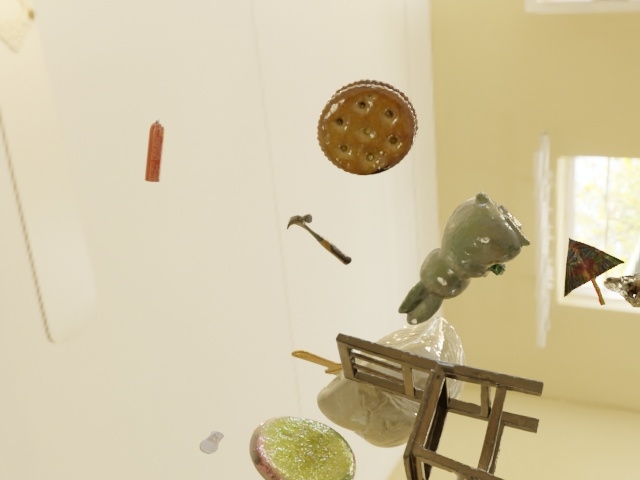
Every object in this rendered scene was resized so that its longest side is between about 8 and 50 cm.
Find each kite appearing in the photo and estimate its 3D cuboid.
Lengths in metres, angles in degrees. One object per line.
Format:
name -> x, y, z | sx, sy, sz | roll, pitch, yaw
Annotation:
kite -> 0.561, 0.064, 1.958 | 0.010, 0.190, 0.159 | -20, -105, -35

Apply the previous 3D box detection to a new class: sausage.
sausage -> -0.340, -0.185, 1.914 | 0.034, 0.034, 0.129 | -15, -65, -63

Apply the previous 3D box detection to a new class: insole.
insole -> -0.259, 0.483, 2.230 | 0.135, 0.045, 0.002 | -40, -31, -77

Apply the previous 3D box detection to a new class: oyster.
oyster -> 0.526, 0.081, 1.472 | 0.166, 0.108, 0.053 | -8, -81, -40

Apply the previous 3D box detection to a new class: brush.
brush -> 0.015, 0.311, 2.377 | 0.272, 0.103, 0.013 | 27, -130, -50

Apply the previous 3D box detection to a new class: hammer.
hammer -> 0.000, 0.000, 2.035 | 0.201, 0.078, 0.021 | 40, -125, -41

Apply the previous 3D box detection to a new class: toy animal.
toy animal -> 0.227, 0.036, 1.582 | 0.127, 0.251, 0.125 | 54, -161, 16

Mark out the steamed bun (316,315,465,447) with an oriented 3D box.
steamed bun -> 0.193, 0.351, 2.184 | 0.383, 0.247, 0.236 | -28, -93, -52

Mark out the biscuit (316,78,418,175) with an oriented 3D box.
biscuit -> 0.103, -0.242, 2.018 | 0.066, 0.220, 0.220 | -82, -16, -61

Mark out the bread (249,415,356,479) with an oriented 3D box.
bread -> -0.033, 0.427, 1.869 | 0.228, 0.228, 0.033 | -38, -31, -57

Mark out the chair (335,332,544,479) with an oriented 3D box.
chair -> 0.199, 0.365, 1.810 | 0.203, 0.416, 0.240 | 75, -149, -54
